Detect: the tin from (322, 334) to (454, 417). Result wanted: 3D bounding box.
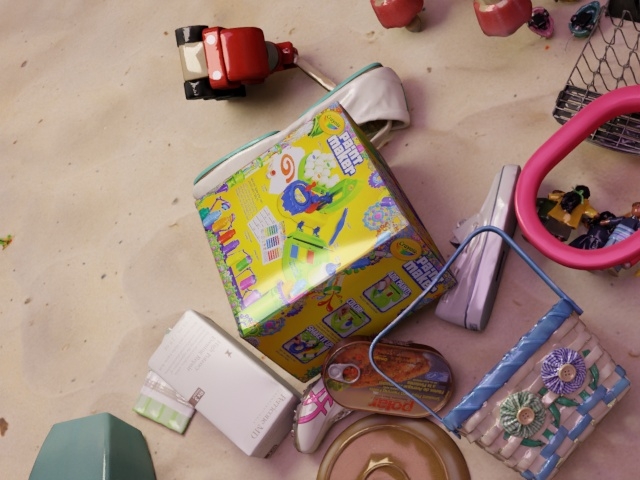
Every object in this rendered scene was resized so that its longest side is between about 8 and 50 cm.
[{"bbox_3d":[0.096,0.194,1.285,0.190,0.040,0.106,10,100,-9],"label":"tin"}]

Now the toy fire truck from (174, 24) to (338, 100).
[{"bbox_3d":[-0.093,-0.295,1.531,0.246,0.217,0.158,-7,96,15],"label":"toy fire truck"}]

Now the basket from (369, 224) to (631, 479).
[{"bbox_3d":[0.245,0.154,1.194,0.289,0.201,0.254,41,90,17],"label":"basket"}]

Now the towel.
[{"bbox_3d":[-0.238,0.228,1.479,0.113,0.023,0.152,18,78,29],"label":"towel"}]

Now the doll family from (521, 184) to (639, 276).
[{"bbox_3d":[0.386,-0.024,1.291,0.193,0.076,0.111,31,79,25],"label":"doll family"}]

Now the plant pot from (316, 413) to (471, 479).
[{"bbox_3d":[0.096,0.358,1.281,0.236,0.032,0.236,-9,66,20],"label":"plant pot"}]

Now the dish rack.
[{"bbox_3d":[0.480,-0.251,1.341,0.208,0.074,0.271,23,82,30],"label":"dish rack"}]

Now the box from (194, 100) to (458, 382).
[{"bbox_3d":[0.000,0.000,1.340,0.279,0.177,0.290,-34,47,11],"label":"box"}]

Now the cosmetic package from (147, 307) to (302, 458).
[{"bbox_3d":[-0.143,0.221,1.394,0.231,0.085,0.117,35,87,25],"label":"cosmetic package"}]

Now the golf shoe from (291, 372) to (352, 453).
[{"bbox_3d":[0.020,0.235,1.341,0.086,0.067,0.186,20,78,27],"label":"golf shoe"}]

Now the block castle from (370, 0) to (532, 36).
[{"bbox_3d":[0.283,-0.543,1.462,0.303,0.213,0.453,17,70,42],"label":"block castle"}]

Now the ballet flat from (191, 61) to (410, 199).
[{"bbox_3d":[-0.028,-0.141,1.489,0.400,0.139,0.139,-31,61,8],"label":"ballet flat"}]

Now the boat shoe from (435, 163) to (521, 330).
[{"bbox_3d":[0.233,0.002,1.329,0.084,0.095,0.258,13,74,22],"label":"boat shoe"}]

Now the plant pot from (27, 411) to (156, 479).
[{"bbox_3d":[-0.349,0.397,1.384,0.166,0.165,0.234,-15,57,17],"label":"plant pot"}]

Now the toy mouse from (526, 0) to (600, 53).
[{"bbox_3d":[0.389,-0.353,1.441,0.161,0.031,0.143,-10,66,20],"label":"toy mouse"}]

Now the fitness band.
[{"bbox_3d":[0.406,-0.085,1.239,0.291,0.054,0.209,-41,65,0],"label":"fitness band"}]
